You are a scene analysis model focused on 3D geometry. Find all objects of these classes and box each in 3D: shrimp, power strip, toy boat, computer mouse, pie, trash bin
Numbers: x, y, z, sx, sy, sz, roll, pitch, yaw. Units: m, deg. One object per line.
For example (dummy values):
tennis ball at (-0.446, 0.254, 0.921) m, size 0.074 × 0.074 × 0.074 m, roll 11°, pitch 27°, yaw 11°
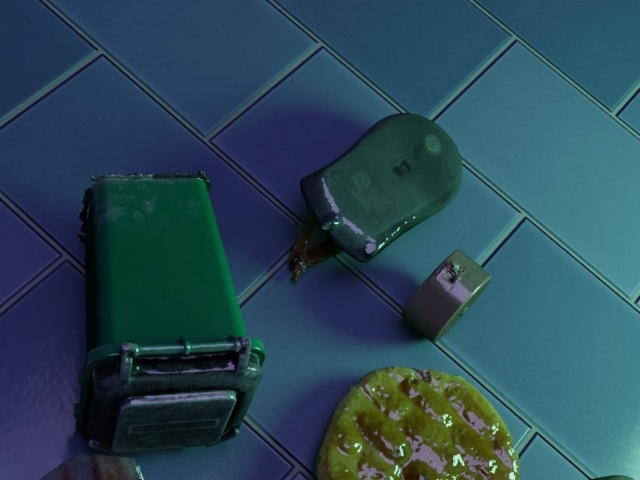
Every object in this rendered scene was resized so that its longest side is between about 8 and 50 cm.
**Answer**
shrimp at (0.000, 0.000, 1.956) m, size 0.091 × 0.043 × 0.184 m, roll 40°, pitch 58°, yaw 3°
power strip at (0.210, 0.092, 1.901) m, size 0.078 × 0.154 × 0.154 m, roll 42°, pitch 59°, yaw 11°
toy boat at (-0.373, 0.411, 1.609) m, size 0.282 × 0.096 × 0.206 m, roll -19°, pitch 62°, yaw -11°
computer mouse at (0.100, -0.085, 1.973) m, size 0.188 × 0.122 × 0.371 m, roll 50°, pitch 47°, yaw 5°
pie at (0.153, 0.349, 1.790) m, size 0.339 × 0.083 × 0.339 m, roll 8°, pitch 57°, yaw -13°
trash bin at (-0.242, 0.094, 1.700) m, size 0.259 × 0.295 × 0.381 m, roll -3°, pitch 57°, yaw -18°

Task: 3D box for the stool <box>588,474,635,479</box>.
stool at (0.466, 0.431, 1.829) m, size 0.096 × 0.096 × 0.110 m, roll 3°, pitch 67°, yaw -15°
